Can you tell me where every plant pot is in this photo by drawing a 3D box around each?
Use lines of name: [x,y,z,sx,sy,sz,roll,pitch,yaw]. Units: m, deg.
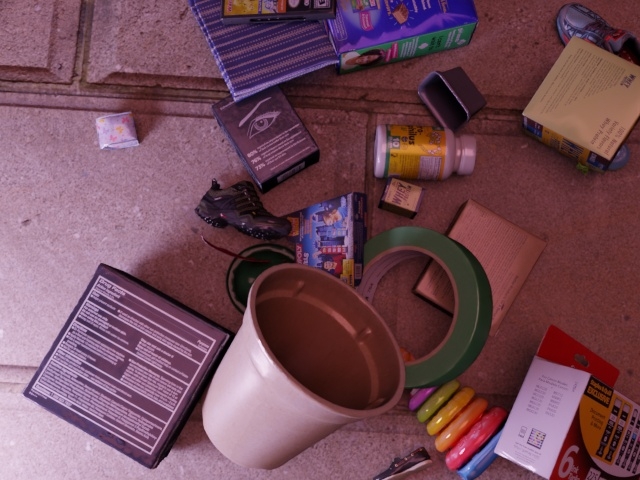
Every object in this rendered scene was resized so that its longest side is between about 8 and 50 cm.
plant pot: [-0.062,0.267,1.340,0.334,0.334,0.305,42,121,5]

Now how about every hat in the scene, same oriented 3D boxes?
hat: [-0.127,0.079,1.447,0.209,0.183,0.172,-1,82,-1]

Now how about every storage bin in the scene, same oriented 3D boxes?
storage bin: [0.295,-0.313,1.559,0.091,0.098,0.135,-30,82,-32]

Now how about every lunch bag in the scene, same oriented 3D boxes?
lunch bag: [-0.449,-0.241,1.554,0.083,0.053,0.071,-13,85,-12]

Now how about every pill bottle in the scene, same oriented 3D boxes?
pill bottle: [0.223,-0.188,1.520,0.209,0.117,0.117,3,82,0]

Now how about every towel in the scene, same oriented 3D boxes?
towel: [-0.131,-0.462,1.541,0.243,0.040,0.335,-22,62,-6]

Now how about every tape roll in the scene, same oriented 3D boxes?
tape roll: [0.180,0.134,1.414,0.321,0.077,0.321,-8,75,33]

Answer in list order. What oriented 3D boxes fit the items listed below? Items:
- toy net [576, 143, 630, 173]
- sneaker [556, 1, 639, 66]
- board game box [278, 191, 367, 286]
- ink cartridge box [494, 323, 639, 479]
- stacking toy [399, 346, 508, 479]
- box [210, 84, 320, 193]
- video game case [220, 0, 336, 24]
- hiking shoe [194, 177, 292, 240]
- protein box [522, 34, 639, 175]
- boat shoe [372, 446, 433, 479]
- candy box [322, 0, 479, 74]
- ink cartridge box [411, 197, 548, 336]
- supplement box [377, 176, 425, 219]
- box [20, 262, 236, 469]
toy net: [0.608,-0.266,1.576,0.122,0.045,0.232,-13,80,15]
sneaker: [0.642,-0.443,1.555,0.262,0.125,0.104,44,84,5]
board game box: [0.000,0.000,1.481,0.194,0.060,0.194,-1,88,33]
ink cartridge box: [0.518,0.345,1.366,0.310,0.130,0.271,30,81,-36]
stacking toy: [0.247,0.331,1.447,0.166,0.175,0.302,-43,73,-9]
box: [-0.118,-0.231,1.527,0.153,0.108,0.207,-31,83,-5]
video game case: [-0.085,-0.603,1.514,0.249,0.035,0.274,1,81,11]
hiking shoe: [-0.157,-0.074,1.498,0.227,0.086,0.114,15,76,20]
protein box: [0.569,-0.283,1.493,0.201,0.136,0.199,33,92,18]
boat shoe: [0.167,0.475,1.470,0.133,0.049,0.042,-28,56,3]
candy box: [0.157,-0.544,1.566,0.317,0.122,0.268,-14,81,-1]
ink cartridge box: [0.335,0.059,1.502,0.193,0.088,0.234,32,84,3]
supplement box: [0.174,-0.091,1.523,0.083,0.083,0.056,19,81,3]
box: [-0.371,0.246,1.423,0.296,0.183,0.294,30,84,2]
